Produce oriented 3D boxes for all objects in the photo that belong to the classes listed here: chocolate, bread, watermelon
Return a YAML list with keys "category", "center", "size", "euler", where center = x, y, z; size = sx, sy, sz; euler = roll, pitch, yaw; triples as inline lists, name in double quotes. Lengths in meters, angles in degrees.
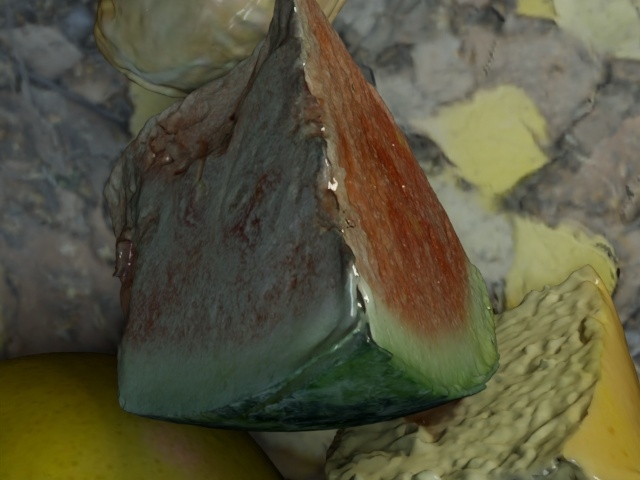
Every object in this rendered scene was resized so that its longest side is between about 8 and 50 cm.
- category: "chocolate"
  center: [-0.006, -0.202, 1.030]
  size: [0.134, 0.134, 0.309]
  euler: [42, 99, -7]
- category: "bread"
  center: [0.118, 0.168, 1.067]
  size: [0.183, 0.224, 0.211]
  euler: [-18, 108, 9]
- category: "watermelon"
  center: [0.000, 0.000, 0.982]
  size: [0.232, 0.310, 0.193]
  euler: [47, 120, 1]

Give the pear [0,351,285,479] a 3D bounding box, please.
- category: "pear"
  center: [-0.116, 0.213, 1.022]
  size: [0.336, 0.285, 0.285]
  euler: [27, 104, 38]
